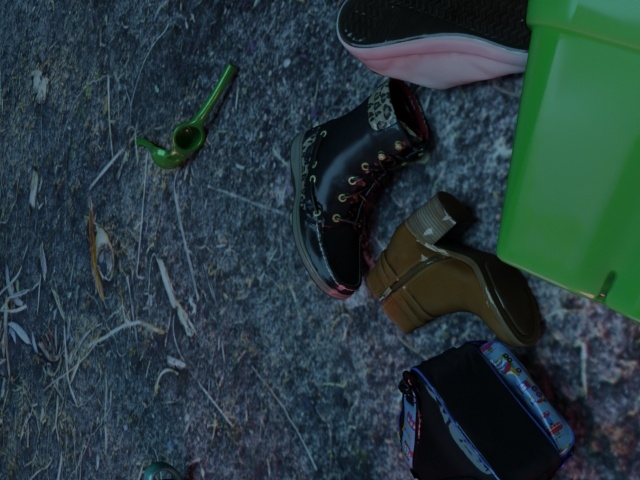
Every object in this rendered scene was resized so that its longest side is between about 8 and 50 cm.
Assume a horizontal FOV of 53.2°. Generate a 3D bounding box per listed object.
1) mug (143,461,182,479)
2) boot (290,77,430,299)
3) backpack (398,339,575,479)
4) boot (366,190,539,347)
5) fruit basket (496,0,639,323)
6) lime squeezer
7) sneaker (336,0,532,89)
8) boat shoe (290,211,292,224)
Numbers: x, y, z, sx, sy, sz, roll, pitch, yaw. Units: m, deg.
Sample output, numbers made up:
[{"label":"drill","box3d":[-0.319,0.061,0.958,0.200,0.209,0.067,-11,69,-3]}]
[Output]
[{"label":"mug","box3d":[-0.257,0.457,1.058,0.129,0.097,0.158,53,123,32]},{"label":"boot","box3d":[0.049,-0.065,0.767,0.178,0.085,0.237,-29,59,40]},{"label":"backpack","box3d":[0.151,0.205,0.646,0.158,0.116,0.173,54,156,32]},{"label":"boot","box3d":[0.137,0.063,0.703,0.152,0.073,0.197,-52,51,36]},{"label":"fruit basket","box3d":[0.322,-0.102,0.363,0.392,0.283,0.392,2,95,28]},{"label":"lime squeezer","box3d":[-0.236,-0.185,1.098,0.310,0.059,0.110,-24,43,44]},{"label":"sneaker","box3d":[0.171,-0.216,0.665,0.290,0.123,0.106,8,82,24]},{"label":"boat shoe","box3d":[-0.001,0.000,0.849,0.042,0.048,0.133,-51,51,41]}]
